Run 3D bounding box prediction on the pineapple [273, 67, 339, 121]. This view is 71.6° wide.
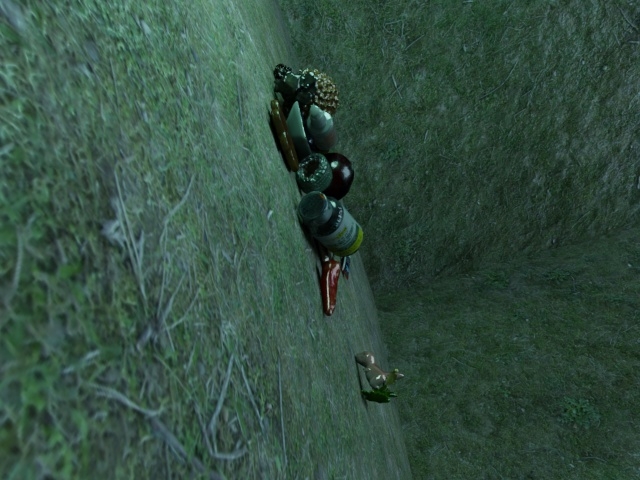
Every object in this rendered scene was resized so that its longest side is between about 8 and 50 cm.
[{"bbox_3d":[-0.064,-0.566,1.698,0.357,0.223,0.223,-15,89,-72],"label":"pineapple"}]

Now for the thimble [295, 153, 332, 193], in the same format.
[{"bbox_3d":[-0.025,-0.236,1.576,0.135,0.118,0.090,-61,147,-21],"label":"thimble"}]

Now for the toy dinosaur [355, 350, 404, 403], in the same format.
[{"bbox_3d":[0.223,0.521,1.699,0.152,0.194,0.177,54,41,-45],"label":"toy dinosaur"}]

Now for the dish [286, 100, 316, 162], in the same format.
[{"bbox_3d":[-0.074,-0.368,1.660,0.243,0.080,0.182,63,13,-63],"label":"dish"}]

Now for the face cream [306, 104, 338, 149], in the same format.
[{"bbox_3d":[0.001,-0.425,1.647,0.252,0.101,0.101,44,31,-76],"label":"face cream"}]

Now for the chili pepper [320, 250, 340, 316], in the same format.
[{"bbox_3d":[0.030,0.135,1.412,0.071,0.063,0.272,70,20,-44],"label":"chili pepper"}]

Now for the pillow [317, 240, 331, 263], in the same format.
[{"bbox_3d":[0.000,-0.001,1.611,0.135,0.034,0.211,-57,129,-73],"label":"pillow"}]

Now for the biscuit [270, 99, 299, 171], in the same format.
[{"bbox_3d":[-0.116,-0.327,1.428,0.180,0.039,0.236,-101,172,-51],"label":"biscuit"}]

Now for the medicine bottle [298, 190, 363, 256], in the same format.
[{"bbox_3d":[0.034,-0.055,1.471,0.293,0.141,0.141,42,31,-56],"label":"medicine bottle"}]

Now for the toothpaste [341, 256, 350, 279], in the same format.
[{"bbox_3d":[0.126,0.123,2.248,0.071,0.045,0.193,61,18,-25],"label":"toothpaste"}]

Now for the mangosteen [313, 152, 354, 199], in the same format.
[{"bbox_3d":[0.031,-0.265,1.825,0.216,0.216,0.216,-16,90,-83],"label":"mangosteen"}]

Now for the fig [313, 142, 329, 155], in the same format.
[{"bbox_3d":[0.001,-0.454,2.071,0.185,0.126,0.133,-45,124,-39],"label":"fig"}]

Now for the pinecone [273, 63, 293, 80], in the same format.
[{"bbox_3d":[-0.150,-0.672,1.790,0.083,0.077,0.077,15,59,-69],"label":"pinecone"}]
